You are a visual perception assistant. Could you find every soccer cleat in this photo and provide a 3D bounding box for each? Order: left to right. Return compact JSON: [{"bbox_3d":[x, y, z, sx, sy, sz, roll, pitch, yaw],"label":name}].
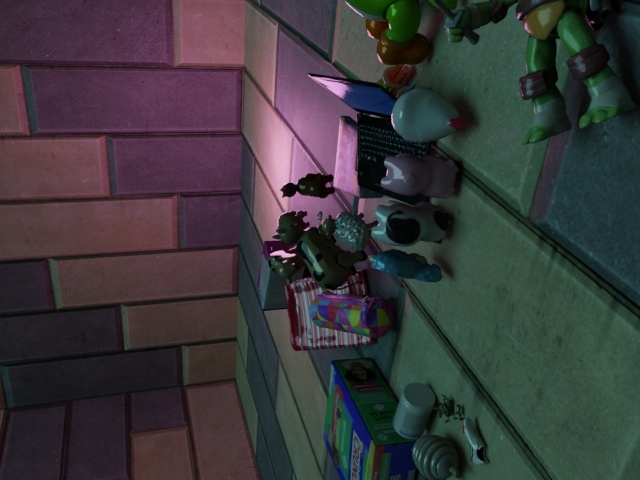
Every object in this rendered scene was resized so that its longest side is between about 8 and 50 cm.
[{"bbox_3d":[0.276,0.357,1.095,0.036,0.029,0.083,-33,65,61],"label":"soccer cleat"}]

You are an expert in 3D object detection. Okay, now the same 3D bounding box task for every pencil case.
[{"bbox_3d":[0.073,0.173,1.491,0.236,0.105,0.104,-4,90,52],"label":"pencil case"}]

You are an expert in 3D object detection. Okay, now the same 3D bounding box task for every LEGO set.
[{"bbox_3d":[0.251,0.327,1.189,0.083,0.024,0.054,20,116,57],"label":"LEGO set"}]

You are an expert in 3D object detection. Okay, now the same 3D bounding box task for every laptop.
[{"bbox_3d":[0.097,-0.201,1.245,0.234,0.137,0.264,29,127,52],"label":"laptop"}]

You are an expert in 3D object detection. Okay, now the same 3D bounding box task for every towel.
[{"bbox_3d":[0.019,0.190,1.643,0.275,0.031,0.198,-13,80,37],"label":"towel"}]

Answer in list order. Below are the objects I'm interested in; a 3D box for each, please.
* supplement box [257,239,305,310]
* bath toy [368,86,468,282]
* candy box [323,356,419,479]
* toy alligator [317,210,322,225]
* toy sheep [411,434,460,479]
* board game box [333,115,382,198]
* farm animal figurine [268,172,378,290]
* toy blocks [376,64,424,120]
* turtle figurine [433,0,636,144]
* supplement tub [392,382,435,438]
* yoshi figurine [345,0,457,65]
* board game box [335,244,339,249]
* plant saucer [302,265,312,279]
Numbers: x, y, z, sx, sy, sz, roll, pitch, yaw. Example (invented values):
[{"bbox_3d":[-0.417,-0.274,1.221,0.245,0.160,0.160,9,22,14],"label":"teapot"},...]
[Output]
[{"bbox_3d":[-0.124,0.108,1.893,0.220,0.114,0.111,103,158,-49],"label":"supplement box"},{"bbox_3d":[0.188,-0.098,1.119,0.129,0.151,0.347,18,114,30],"label":"bath toy"},{"bbox_3d":[0.113,0.485,1.495,0.317,0.122,0.268,-127,37,-59],"label":"candy box"},{"bbox_3d":[0.000,0.000,1.891,0.056,0.052,0.189,42,123,57],"label":"toy alligator"},{"bbox_3d":[0.225,0.422,1.185,0.132,0.091,0.091,8,101,59],"label":"toy sheep"},{"bbox_3d":[0.097,-0.186,1.507,0.194,0.060,0.194,-124,34,-57],"label":"board game box"},{"bbox_3d":[-0.034,0.011,1.548,0.327,0.172,0.330,44,138,32],"label":"farm animal figurine"},{"bbox_3d":[0.166,-0.312,1.261,0.148,0.054,0.123,139,125,-69],"label":"toy blocks"},{"bbox_3d":[0.242,-0.249,0.720,0.275,0.198,0.266,-29,-80,-64],"label":"turtle figurine"},{"bbox_3d":[0.195,0.357,1.285,0.071,0.071,0.107,-113,26,-47],"label":"supplement tub"},{"bbox_3d":[0.174,-0.504,1.084,0.203,0.204,0.362,-58,-19,-29],"label":"yoshi figurine"},{"bbox_3d":[0.033,0.121,1.805,0.141,0.048,0.170,115,147,-56],"label":"board game box"},{"bbox_3d":[-0.013,0.185,1.809,0.258,0.048,0.258,150,115,-72],"label":"plant saucer"}]
